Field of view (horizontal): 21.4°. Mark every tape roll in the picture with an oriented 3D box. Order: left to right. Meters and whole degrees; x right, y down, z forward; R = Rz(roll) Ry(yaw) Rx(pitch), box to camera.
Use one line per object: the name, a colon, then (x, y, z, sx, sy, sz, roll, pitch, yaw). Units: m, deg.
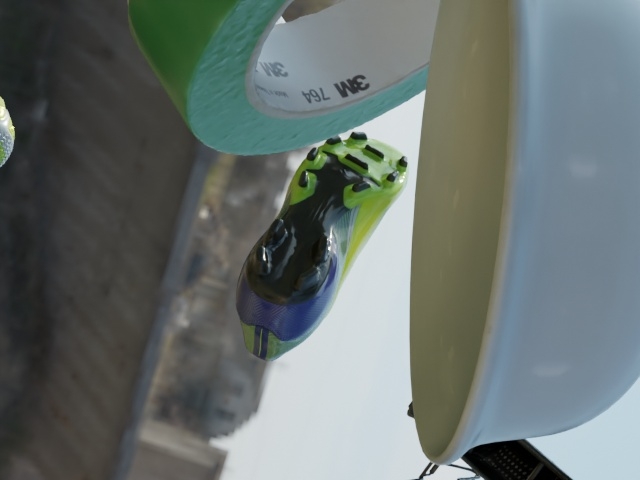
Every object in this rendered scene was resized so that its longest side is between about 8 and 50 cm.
tape roll: (0.037, -0.180, 1.066, 0.321, 0.077, 0.321, -29, 161, -11)

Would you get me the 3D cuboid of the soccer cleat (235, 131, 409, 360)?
soccer cleat: (-0.001, 0.000, 1.568, 0.289, 0.093, 0.121, -54, 164, -49)

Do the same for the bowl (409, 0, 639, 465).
bowl: (0.132, -0.026, 0.889, 0.298, 0.134, 0.297, -176, -90, -86)

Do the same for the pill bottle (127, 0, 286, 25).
pill bottle: (-0.127, -0.248, 1.777, 0.229, 0.131, 0.131, 53, 43, -45)

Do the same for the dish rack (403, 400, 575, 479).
dish rack: (0.097, 0.265, 1.246, 0.271, 0.208, 0.074, -56, 148, 10)

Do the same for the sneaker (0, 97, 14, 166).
sneaker: (-0.365, -0.090, 1.320, 0.091, 0.240, 0.126, 102, -26, -54)
